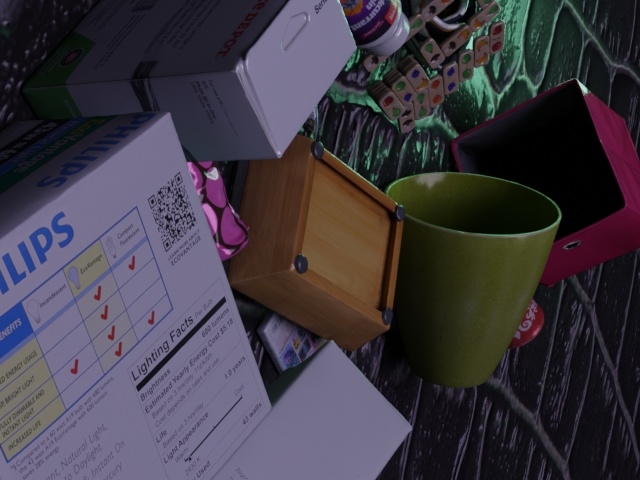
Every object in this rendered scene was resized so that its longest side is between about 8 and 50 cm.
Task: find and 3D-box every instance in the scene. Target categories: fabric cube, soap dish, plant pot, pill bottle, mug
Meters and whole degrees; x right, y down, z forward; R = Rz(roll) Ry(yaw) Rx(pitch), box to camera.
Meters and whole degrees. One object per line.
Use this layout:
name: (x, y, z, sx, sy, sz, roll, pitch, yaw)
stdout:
fabric cube: (0.423, -0.090, 2.216, 0.258, 0.254, 0.259, 21, 48, -58)
soap dish: (0.000, 0.000, 1.713, 0.291, 0.118, 0.228, 33, 59, -48)
plant pot: (0.221, 0.075, 1.997, 0.275, 0.275, 0.293, -29, 130, -54)
pill bottle: (0.051, -0.345, 1.820, 0.193, 0.108, 0.108, 35, 62, -53)
mug: (0.311, 0.094, 2.276, 0.113, 0.150, 0.169, -40, 128, -5)

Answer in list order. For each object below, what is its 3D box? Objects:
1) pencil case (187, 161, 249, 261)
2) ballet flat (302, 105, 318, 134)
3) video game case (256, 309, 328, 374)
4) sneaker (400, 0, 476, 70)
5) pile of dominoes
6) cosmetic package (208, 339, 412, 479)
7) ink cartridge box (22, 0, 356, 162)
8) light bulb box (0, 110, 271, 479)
pencil case: (-0.153, -0.080, 1.519, 0.098, 0.095, 0.209, -31, 117, -33)
ballet flat: (-0.027, -0.206, 1.773, 0.041, 0.041, 0.114, -4, 94, -58)
video game case: (-0.027, 0.122, 1.790, 0.157, 0.019, 0.143, -60, 138, -39)
sneaker: (0.203, -0.363, 2.049, 0.321, 0.127, 0.126, 23, 69, -57)
pile of dominoes: (0.191, -0.286, 1.965, 0.251, 0.040, 0.196, -40, 140, 2)
cosmetic package: (-0.087, 0.305, 1.397, 0.156, 0.217, 0.385, 49, 46, -2)
ink cartridge box: (-0.137, -0.188, 1.352, 0.211, 0.289, 0.121, -59, 137, -39)
light bulb box: (-0.268, 0.112, 1.212, 0.358, 0.225, 0.361, -46, 127, -47)
